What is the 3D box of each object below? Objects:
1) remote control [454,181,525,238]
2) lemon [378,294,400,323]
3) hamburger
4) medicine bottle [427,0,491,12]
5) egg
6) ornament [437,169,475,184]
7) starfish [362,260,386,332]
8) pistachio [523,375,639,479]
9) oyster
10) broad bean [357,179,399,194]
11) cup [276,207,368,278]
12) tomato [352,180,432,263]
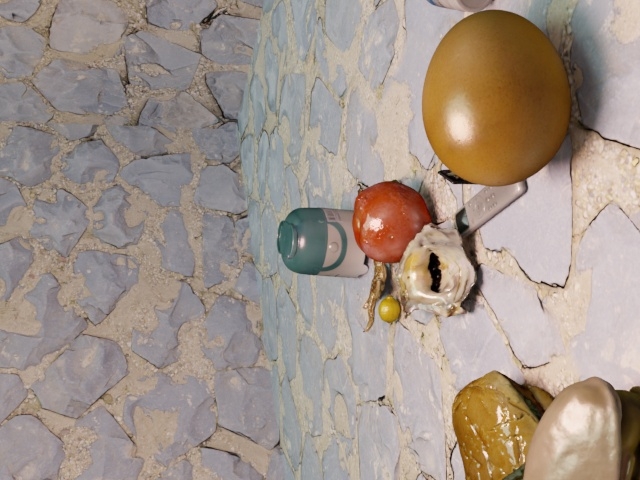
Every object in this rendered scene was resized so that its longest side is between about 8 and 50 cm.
[{"bbox_3d":[0.345,-0.078,1.400,0.261,0.029,0.067,128,138,-63],"label":"remote control"},{"bbox_3d":[0.190,0.190,1.852,0.062,0.062,0.083,-151,60,-70],"label":"lemon"},{"bbox_3d":[0.342,0.360,1.271,0.308,0.133,0.211,114,147,-56],"label":"hamburger"},{"bbox_3d":[0.291,-0.545,1.425,0.168,0.105,0.105,-126,39,-61],"label":"medicine bottle"},{"bbox_3d":[0.302,-0.250,1.167,0.250,0.250,0.322,125,146,-62],"label":"egg"},{"bbox_3d":[0.316,-0.214,1.399,0.081,0.088,0.203,-119,35,-54],"label":"ornament"},{"bbox_3d":[0.155,0.123,1.909,0.235,0.062,0.277,94,-174,-67],"label":"starfish"},{"bbox_3d":[0.404,0.339,1.001,0.197,0.166,0.287,-91,8,-60],"label":"pistachio"},{"bbox_3d":[0.267,0.081,1.546,0.271,0.101,0.275,-146,55,-61],"label":"oyster"},{"bbox_3d":[0.160,-0.102,1.952,0.292,0.050,0.144,-176,87,-73],"label":"broad bean"},{"bbox_3d":[0.000,0.000,2.137,0.290,0.258,0.219,-151,67,-70],"label":"cup"},{"bbox_3d":[0.179,-0.046,1.668,0.208,0.185,0.208,176,90,-81],"label":"tomato"}]
